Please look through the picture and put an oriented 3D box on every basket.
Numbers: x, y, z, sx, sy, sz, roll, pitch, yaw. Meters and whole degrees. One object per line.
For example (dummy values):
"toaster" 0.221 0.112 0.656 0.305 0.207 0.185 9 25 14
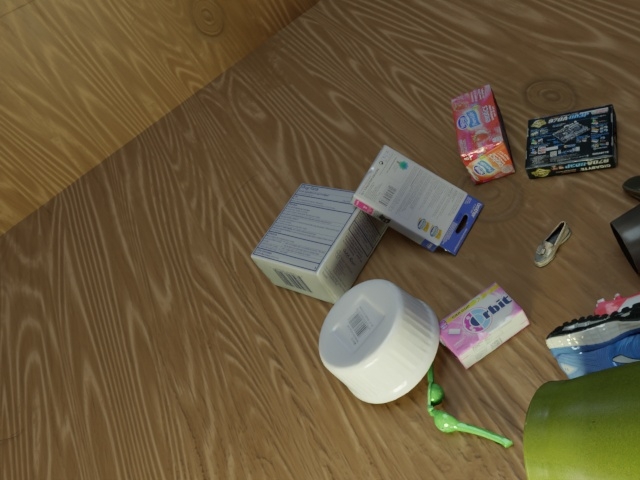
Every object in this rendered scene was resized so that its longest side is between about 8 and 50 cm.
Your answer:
"basket" 0.749 -0.034 1.426 0.227 0.154 0.204 -27 45 16

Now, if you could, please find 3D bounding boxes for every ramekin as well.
"ramekin" 0.126 0.224 1.576 0.277 0.135 0.277 -31 37 27

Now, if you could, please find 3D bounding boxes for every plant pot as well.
"plant pot" 0.540 0.349 1.094 0.353 0.366 0.366 -12 45 43

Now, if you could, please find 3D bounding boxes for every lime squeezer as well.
"lime squeezer" 0.274 0.339 1.458 0.110 0.059 0.310 -44 44 10

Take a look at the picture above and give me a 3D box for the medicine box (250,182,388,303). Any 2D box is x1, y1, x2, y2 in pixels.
"medicine box" 0.000 0.000 1.908 0.264 0.149 0.289 13 60 41

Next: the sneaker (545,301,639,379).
"sneaker" 0.613 0.204 1.298 0.330 0.147 0.130 -22 2 41

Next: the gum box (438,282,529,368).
"gum box" 0.362 0.196 1.539 0.188 0.062 0.107 -36 40 1

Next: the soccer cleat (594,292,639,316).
"soccer cleat" 0.686 0.135 1.375 0.248 0.083 0.095 -19 70 13

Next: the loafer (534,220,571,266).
"loafer" 0.547 0.005 1.608 0.125 0.039 0.045 -47 43 -13

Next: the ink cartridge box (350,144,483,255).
"ink cartridge box" 0.257 -0.101 1.804 0.311 0.065 0.185 30 68 6

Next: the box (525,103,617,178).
"box" 0.651 -0.256 1.762 0.220 0.051 0.175 -7 54 30

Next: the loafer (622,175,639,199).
"loafer" 0.762 -0.110 1.564 0.056 0.050 0.148 -37 25 -6

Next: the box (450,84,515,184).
"box" 0.451 -0.297 1.891 0.123 0.128 0.256 -18 45 20
